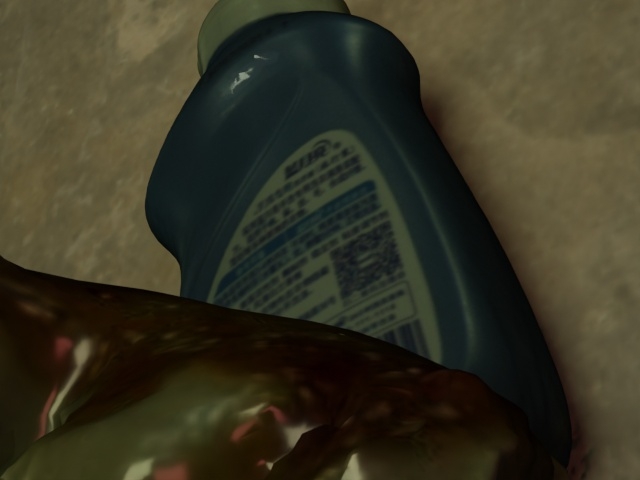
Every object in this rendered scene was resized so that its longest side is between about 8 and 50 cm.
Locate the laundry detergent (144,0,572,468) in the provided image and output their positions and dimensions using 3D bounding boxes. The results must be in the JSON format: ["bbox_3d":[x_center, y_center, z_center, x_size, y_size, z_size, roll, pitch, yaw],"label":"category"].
[{"bbox_3d":[0.000,0.000,0.700,0.143,0.094,0.290,-38,41,24],"label":"laundry detergent"}]

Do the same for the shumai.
[{"bbox_3d":[-0.070,0.165,0.437,0.397,0.324,0.323,128,161,-75],"label":"shumai"}]
